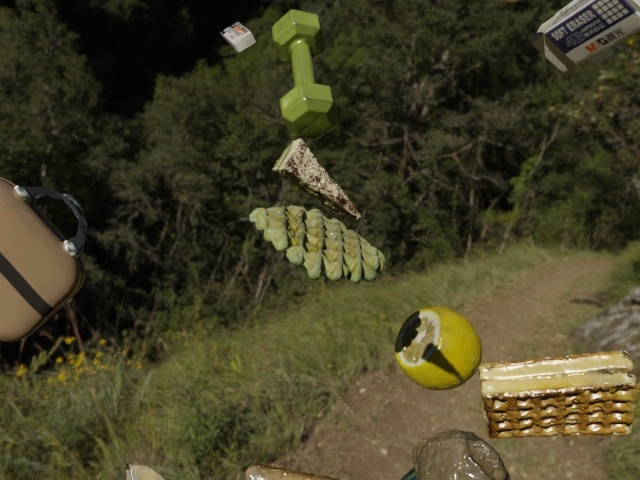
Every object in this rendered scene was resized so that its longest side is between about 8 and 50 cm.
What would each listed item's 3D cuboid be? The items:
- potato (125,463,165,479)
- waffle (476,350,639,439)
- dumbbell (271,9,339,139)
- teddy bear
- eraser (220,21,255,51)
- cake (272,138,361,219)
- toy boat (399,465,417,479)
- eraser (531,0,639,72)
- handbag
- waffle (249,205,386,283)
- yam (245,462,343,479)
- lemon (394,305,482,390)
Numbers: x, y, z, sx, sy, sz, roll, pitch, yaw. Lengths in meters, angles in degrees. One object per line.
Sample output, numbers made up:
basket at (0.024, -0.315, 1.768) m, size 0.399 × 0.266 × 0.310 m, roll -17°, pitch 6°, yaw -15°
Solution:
potato at (-0.393, 0.654, 1.481) m, size 0.100 × 0.120 × 0.261 m, roll -5°, pitch 64°, yaw -24°
waffle at (0.492, 0.331, 1.330) m, size 0.308 × 0.213 × 0.091 m, roll -8°, pitch 46°, yaw 13°
dumbbell at (-0.035, -0.348, 1.311) m, size 0.108 × 0.121 × 0.302 m, roll 28°, pitch 43°, yaw -41°
teddy bear at (0.159, 0.289, 0.641) m, size 0.140 × 0.190 × 0.177 m, roll -13°, pitch -9°, yaw -33°
eraser at (-0.197, -0.486, 1.503) m, size 0.122 × 0.052 × 0.029 m, roll 52°, pitch -7°, yaw 51°
cake at (-0.005, -0.070, 0.864) m, size 0.140 × 0.055 × 0.051 m, roll 49°, pitch -20°, yaw -12°
toy boat at (0.278, 0.691, 1.787) m, size 0.093 × 0.246 × 0.103 m, roll 44°, pitch 2°, yaw -5°
eraser at (0.622, -0.494, 1.438) m, size 0.124 × 0.081 × 0.279 m, roll 37°, pitch -19°, yaw -11°
handbag at (-0.586, 0.011, 1.212) m, size 0.302 × 0.283 × 0.149 m, roll 53°, pitch -15°, yaw -10°
waffle at (0.000, 0.000, 1.455) m, size 0.292 × 0.056 × 0.309 m, roll -2°, pitch 32°, yaw -46°
yam at (-0.006, 0.408, 1.036) m, size 0.241 × 0.057 × 0.057 m, roll 7°, pitch 12°, yaw 16°
lemon at (0.354, 0.319, 1.820) m, size 0.219 × 0.240 × 0.240 m, roll 28°, pitch 10°, yaw -28°
